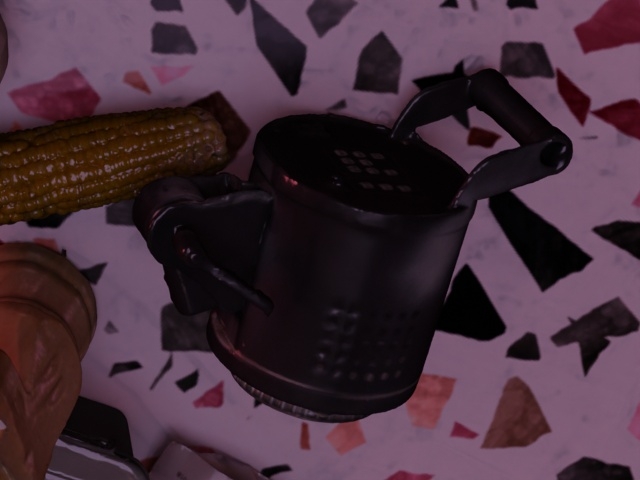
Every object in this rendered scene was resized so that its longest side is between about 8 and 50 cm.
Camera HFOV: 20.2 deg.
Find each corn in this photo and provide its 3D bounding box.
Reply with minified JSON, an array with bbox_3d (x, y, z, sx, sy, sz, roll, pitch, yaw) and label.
[{"bbox_3d":[-0.242,-0.063,1.617,0.320,0.097,0.097,-11,113,-4],"label":"corn"}]

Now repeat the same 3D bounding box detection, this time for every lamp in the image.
[{"bbox_3d":[0.025,0.026,1.622,0.374,0.205,0.272,-14,123,-15],"label":"lamp"}]

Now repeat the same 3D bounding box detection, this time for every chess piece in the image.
[{"bbox_3d":[-0.269,0.117,1.575,0.137,0.301,0.137,-2,114,-4],"label":"chess piece"}]

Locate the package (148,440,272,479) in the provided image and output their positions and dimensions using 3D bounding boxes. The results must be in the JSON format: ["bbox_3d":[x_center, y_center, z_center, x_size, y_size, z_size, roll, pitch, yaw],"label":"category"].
[{"bbox_3d":[-0.097,0.331,1.814,0.251,0.062,0.204,29,107,-21],"label":"package"}]

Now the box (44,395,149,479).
[{"bbox_3d":[-0.272,0.257,1.722,0.163,0.135,0.243,20,109,-13],"label":"box"}]

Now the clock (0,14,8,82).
[{"bbox_3d":[-0.431,-0.235,1.466,0.326,0.184,0.342,-14,119,-21],"label":"clock"}]
